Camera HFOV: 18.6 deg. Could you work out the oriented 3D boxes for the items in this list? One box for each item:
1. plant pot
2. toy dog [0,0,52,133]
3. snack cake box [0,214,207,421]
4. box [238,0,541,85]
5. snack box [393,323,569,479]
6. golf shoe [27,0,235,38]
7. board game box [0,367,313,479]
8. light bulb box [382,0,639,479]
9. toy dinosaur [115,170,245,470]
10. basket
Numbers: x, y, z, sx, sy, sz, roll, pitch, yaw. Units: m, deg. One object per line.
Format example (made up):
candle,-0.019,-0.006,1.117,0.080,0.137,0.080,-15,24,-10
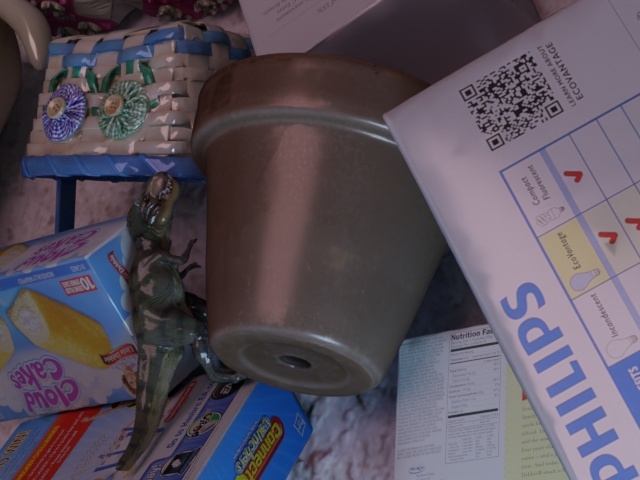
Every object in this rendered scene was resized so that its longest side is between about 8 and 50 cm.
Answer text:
plant pot,0.000,0.000,1.650,0.263,0.263,0.229,-4,61,36
toy dog,-0.453,-0.058,2.067,0.395,0.284,0.407,-5,66,16
snack cake box,-0.242,0.077,1.840,0.264,0.152,0.089,-13,21,42
box,0.036,-0.294,1.842,0.215,0.168,0.345,-33,52,20
snack box,0.208,0.149,1.569,0.322,0.060,0.187,-12,62,33
golf shoe,-0.193,-0.301,2.061,0.306,0.115,0.140,-3,64,35
board game box,-0.197,0.250,1.704,0.302,0.086,0.308,-17,23,31
light bulb box,0.296,-0.006,1.393,0.361,0.225,0.358,-30,61,8
toy dinosaur,-0.117,0.077,1.714,0.064,0.118,0.268,131,143,-65
basket,-0.164,-0.058,1.868,0.255,0.201,0.289,-3,92,37
